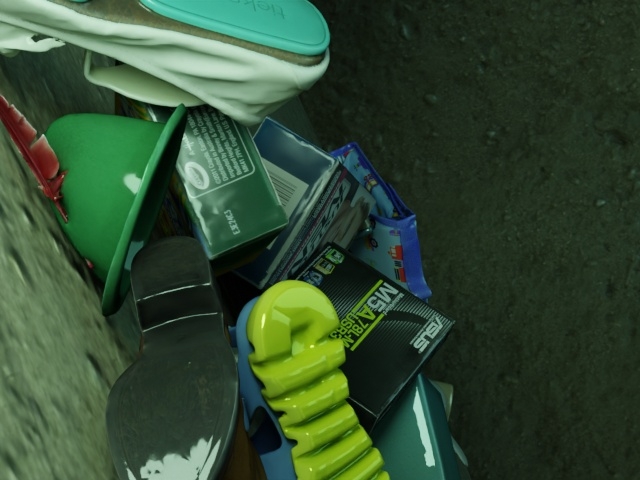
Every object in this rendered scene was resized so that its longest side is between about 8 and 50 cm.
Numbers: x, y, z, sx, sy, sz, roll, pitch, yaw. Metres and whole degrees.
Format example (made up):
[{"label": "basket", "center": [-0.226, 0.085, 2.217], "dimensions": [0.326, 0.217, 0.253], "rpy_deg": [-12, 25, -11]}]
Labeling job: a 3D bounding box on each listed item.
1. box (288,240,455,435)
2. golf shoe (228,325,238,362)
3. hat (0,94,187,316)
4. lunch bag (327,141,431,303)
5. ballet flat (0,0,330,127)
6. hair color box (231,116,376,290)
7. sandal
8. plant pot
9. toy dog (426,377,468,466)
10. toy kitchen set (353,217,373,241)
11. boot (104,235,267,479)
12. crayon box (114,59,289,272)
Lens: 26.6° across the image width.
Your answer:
[{"label": "box", "center": [0.033, 0.107, 1.557], "dimensions": [0.184, 0.190, 0.045], "rpy_deg": [33, -44, 15]}, {"label": "golf shoe", "center": [-0.069, 0.124, 1.425], "dimensions": [0.086, 0.069, 0.176], "rpy_deg": [50, -5, 12]}, {"label": "hat", "center": [-0.216, -0.063, 1.066], "dimensions": [0.173, 0.183, 0.208], "rpy_deg": [-75, -175, -62]}, {"label": "lunch bag", "center": [0.073, 0.017, 2.029], "dimensions": [0.293, 0.138, 0.221], "rpy_deg": [42, -33, 52]}, {"label": "ballet flat", "center": [-0.183, -0.181, 1.051], "dimensions": [0.400, 0.139, 0.139], "rpy_deg": [19, 31, -26]}, {"label": "hair color box", "center": [-0.034, -0.025, 1.662], "dimensions": [0.105, 0.174, 0.347], "rpy_deg": [32, 0, 11]}, {"label": "sandal", "center": [-0.027, 0.193, 1.277], "dimensions": [0.126, 0.138, 0.317], "rpy_deg": [-15, 96, -41]}, {"label": "plant pot", "center": [0.087, 0.303, 1.618], "dimensions": [0.166, 0.165, 0.234], "rpy_deg": [51, 22, -67]}, {"label": "toy dog", "center": [0.111, 0.272, 1.935], "dimensions": [0.333, 0.220, 0.161], "rpy_deg": [24, 73, -70]}, {"label": "toy kitchen set", "center": [0.000, 0.000, 1.972], "dimensions": [0.207, 0.166, 0.122], "rpy_deg": [-77, 143, -79]}, {"label": "boot", "center": [-0.091, 0.180, 1.044], "dimensions": [0.264, 0.096, 0.280], "rpy_deg": [-109, -174, -51]}, {"label": "crayon box", "center": [-0.125, -0.069, 1.317], "dimensions": [0.203, 0.083, 0.323], "rpy_deg": [66, -10, 3]}]
